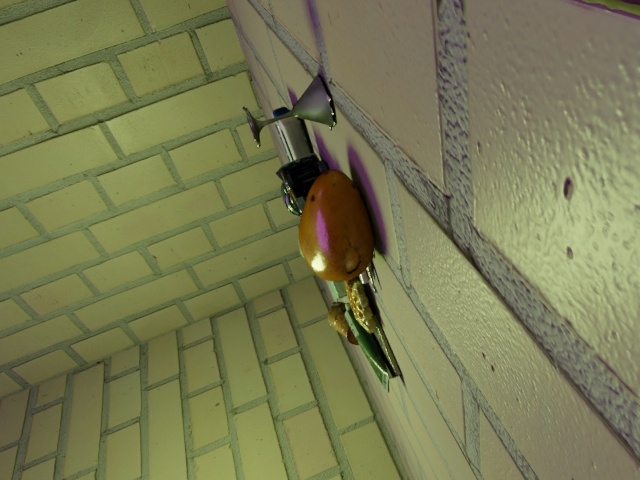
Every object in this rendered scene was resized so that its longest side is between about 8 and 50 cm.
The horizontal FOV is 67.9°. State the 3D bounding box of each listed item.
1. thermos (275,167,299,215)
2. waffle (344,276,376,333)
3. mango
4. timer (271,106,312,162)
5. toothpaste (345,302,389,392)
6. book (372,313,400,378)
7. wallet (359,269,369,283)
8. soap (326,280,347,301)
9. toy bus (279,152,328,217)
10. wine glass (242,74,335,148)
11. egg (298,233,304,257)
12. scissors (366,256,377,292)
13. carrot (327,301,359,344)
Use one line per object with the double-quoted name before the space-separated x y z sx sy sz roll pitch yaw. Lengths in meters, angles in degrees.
"thermos" -0.097 -0.201 1.853 0.182 0.145 0.286 41 -175 -20
"waffle" 0.123 0.188 1.595 0.261 0.056 0.250 -151 44 -80
"mango" 0.039 -0.024 1.103 0.191 0.159 0.291 -128 27 -48
"timer" -0.080 -0.324 1.623 0.178 0.078 0.254 -124 12 -60
"toothpaste" 0.164 0.355 1.686 0.392 0.061 0.099 -119 17 -49
"book" 0.216 0.380 1.666 0.283 0.025 0.215 85 164 -73
"wallet" 0.114 0.068 1.433 0.061 0.025 0.122 -141 30 -78
"soap" 0.053 0.113 1.933 0.150 0.094 0.262 88 161 -78
"toy bus" -0.013 -0.121 1.393 0.275 0.138 0.167 -119 7 -46
"wine glass" -0.070 -0.277 1.039 0.122 0.182 0.122 160 90 -85
"egg" 0.003 -0.002 1.624 0.202 0.164 0.164 91 158 -62
"scissors" 0.125 0.055 1.271 0.134 0.019 0.187 -113 6 -59
"carrot" 0.120 0.345 1.996 0.302 0.138 0.139 -142 31 -71
